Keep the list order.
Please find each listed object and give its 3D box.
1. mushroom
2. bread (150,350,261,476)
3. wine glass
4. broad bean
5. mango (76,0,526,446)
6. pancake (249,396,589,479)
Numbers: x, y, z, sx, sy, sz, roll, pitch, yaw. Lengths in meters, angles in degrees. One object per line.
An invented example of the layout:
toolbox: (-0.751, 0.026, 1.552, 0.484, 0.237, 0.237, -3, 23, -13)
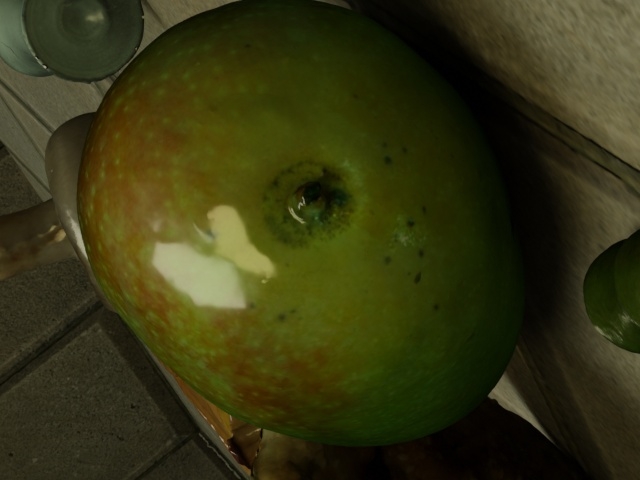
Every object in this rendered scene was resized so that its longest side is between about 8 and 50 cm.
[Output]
mushroom: (-0.232, -0.016, 1.843, 0.207, 0.215, 0.207, 161, 90, -86)
bread: (-0.069, 0.095, 1.718, 0.274, 0.149, 0.274, 54, 169, 15)
wine glass: (-0.179, -0.118, 1.620, 0.264, 0.096, 0.309, 55, 170, -14)
broad bean: (0.152, 0.012, 0.759, 0.052, 0.052, 0.256, 11, 170, -8)
mango: (0.000, 0.000, 0.976, 0.225, 0.201, 0.382, 27, 176, 16)
pancake: (0.096, 0.201, 1.119, 0.356, 0.065, 0.356, 29, -148, -20)
